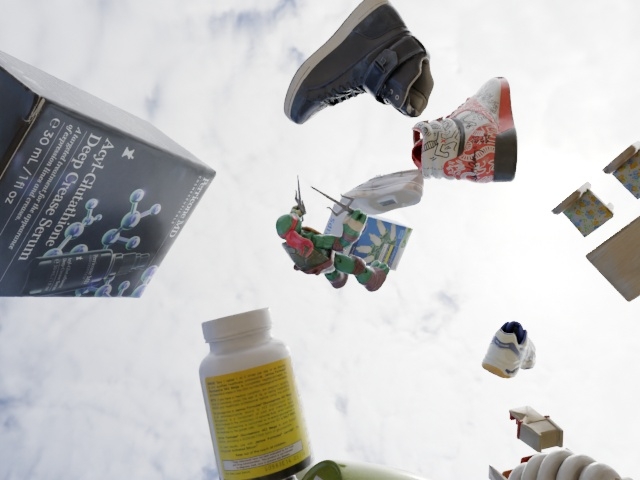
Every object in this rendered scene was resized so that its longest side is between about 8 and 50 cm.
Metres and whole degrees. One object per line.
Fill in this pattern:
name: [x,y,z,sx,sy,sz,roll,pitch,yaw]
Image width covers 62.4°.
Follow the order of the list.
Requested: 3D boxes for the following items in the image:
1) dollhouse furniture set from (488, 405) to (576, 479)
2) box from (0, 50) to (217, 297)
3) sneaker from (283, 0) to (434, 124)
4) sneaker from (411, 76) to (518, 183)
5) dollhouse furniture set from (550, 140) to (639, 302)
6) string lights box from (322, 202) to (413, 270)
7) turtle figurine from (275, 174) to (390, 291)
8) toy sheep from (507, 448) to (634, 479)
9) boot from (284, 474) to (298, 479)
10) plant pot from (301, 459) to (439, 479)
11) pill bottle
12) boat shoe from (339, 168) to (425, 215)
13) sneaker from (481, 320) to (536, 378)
dollhouse furniture set: [0.577,0.601,1.430,0.261,0.135,0.260,-5,-79,-16]
box: [-0.412,-0.083,0.853,0.212,0.395,0.294,36,-83,20]
sneaker: [0.055,-0.211,0.757,0.163,0.226,0.086,55,-150,15]
sneaker: [0.214,-0.179,0.811,0.144,0.270,0.090,2,-51,12]
dollhouse furniture set: [0.404,-0.023,0.561,0.212,0.242,0.161,51,-144,14]
string lights box: [0.122,-0.004,1.409,0.259,0.076,0.134,11,-77,-45]
turtle figurine: [0.000,0.000,0.802,0.118,0.175,0.234,-54,-48,-10]
toy sheep: [0.189,0.205,0.405,0.091,0.132,0.091,21,-124,-34]
boot: [-0.018,0.459,0.745,0.083,0.161,0.247,-12,-59,-45]
plant pot: [0.100,0.511,0.922,0.293,0.274,0.275,37,-104,-22]
pill bottle: [-0.132,0.308,1.036,0.187,0.188,0.334,-11,-96,-18]
boat shoe: [0.113,-0.094,0.976,0.066,0.184,0.063,37,-119,-28]
sneaker: [0.543,0.284,1.459,0.296,0.111,0.131,-5,-69,-58]
